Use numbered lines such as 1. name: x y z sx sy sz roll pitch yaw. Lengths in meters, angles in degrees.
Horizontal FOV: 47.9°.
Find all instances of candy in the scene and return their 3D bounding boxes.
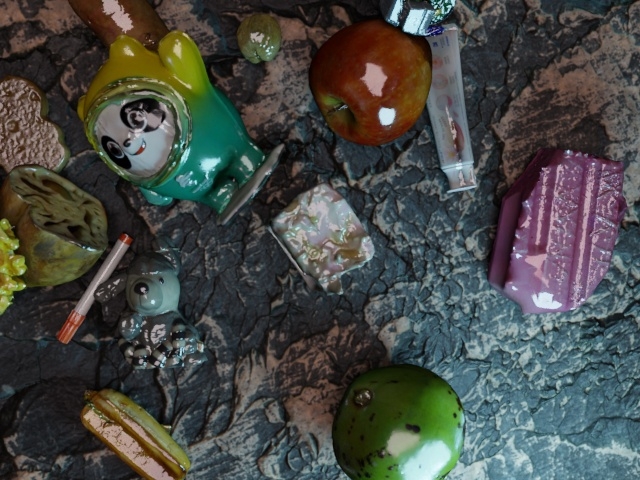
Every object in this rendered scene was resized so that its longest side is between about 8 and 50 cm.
1. candy: 0.000 0.000 1.325 0.137 0.195 0.184 -36 92 -8

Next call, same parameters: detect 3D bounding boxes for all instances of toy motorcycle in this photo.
1. toy motorcycle: 0.167 -0.451 1.129 0.187 0.274 0.124 1 49 -20

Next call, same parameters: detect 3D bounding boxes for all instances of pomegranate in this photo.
1. pomegranate: 0.156 0.361 1.343 0.270 0.254 0.254 40 89 -18

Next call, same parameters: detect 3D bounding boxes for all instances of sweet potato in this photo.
1. sweet potato: -0.403 -0.458 1.279 0.131 0.131 0.336 -38 97 -3

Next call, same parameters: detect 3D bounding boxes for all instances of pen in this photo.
1. pen: -0.426 0.089 1.360 0.028 0.028 0.239 32 89 -7

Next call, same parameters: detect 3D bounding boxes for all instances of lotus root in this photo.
1. lotus root: -0.497 -0.009 1.267 0.199 0.188 0.180 36 112 -28

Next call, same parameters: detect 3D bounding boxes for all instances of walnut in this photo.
1. walnut: -0.115 -0.377 1.342 0.092 0.092 0.092 0 93 -6

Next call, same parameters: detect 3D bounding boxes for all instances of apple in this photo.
1. apple: 0.101 -0.292 1.303 0.230 0.230 0.229 0 93 -6

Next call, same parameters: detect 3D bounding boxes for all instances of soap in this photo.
1. soap: 0.459 -0.015 1.401 0.220 0.127 0.324 8 93 -6

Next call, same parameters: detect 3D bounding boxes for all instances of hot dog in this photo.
1. hot dog: -0.350 0.367 1.367 0.250 0.076 0.104 42 108 -3

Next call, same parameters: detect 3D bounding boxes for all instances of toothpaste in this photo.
1. toothpaste: 0.245 -0.257 1.398 0.100 0.066 0.323 -10 90 -1

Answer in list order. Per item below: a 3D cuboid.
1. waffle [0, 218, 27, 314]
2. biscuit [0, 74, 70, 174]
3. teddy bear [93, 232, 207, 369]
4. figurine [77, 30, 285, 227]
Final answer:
1. waffle: -0.618 -0.011 1.233 0.060 0.307 0.311 -33 91 -48
2. biscuit: -0.611 -0.222 1.313 0.320 0.047 0.183 15 89 -7
3. teddy bear: -0.323 0.125 1.318 0.171 0.144 0.250 -18 93 2
4. figurine: -0.254 -0.192 1.267 0.340 0.231 0.324 38 124 -15
